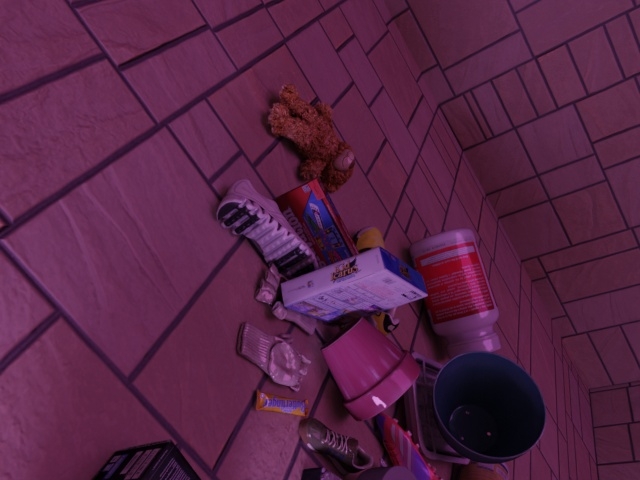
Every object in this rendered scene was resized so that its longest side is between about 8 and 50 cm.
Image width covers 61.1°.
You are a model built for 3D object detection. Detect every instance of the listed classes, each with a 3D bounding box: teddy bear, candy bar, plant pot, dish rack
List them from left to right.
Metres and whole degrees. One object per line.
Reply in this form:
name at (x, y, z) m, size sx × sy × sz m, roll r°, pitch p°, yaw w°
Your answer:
candy bar at (-0.079, 0.338, 1.118) m, size 0.161 × 0.018 × 0.040 m, roll 28°, pitch 50°, yaw -45°
teddy bear at (-0.012, -0.283, 1.502) m, size 0.338 × 0.113 × 0.245 m, roll 55°, pitch 36°, yaw -20°
plant pot at (0.104, 0.289, 1.276) m, size 0.180 × 0.201 × 0.201 m, roll 52°, pitch 32°, yaw 4°
dish rack at (0.327, 0.497, 1.581) m, size 0.332 × 0.072 × 0.286 m, roll 31°, pitch 47°, yaw -44°
plant pot at (0.436, 0.478, 1.477) m, size 0.196 × 0.289 × 0.291 m, roll 90°, pitch 7°, yaw -50°

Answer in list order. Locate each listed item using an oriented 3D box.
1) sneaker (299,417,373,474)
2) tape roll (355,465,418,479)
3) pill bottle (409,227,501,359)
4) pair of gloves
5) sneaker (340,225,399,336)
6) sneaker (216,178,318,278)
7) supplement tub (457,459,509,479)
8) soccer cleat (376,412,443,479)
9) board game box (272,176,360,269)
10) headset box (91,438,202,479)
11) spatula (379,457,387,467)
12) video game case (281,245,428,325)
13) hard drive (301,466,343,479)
sneaker at (0.043, 0.440, 1.173) m, size 0.192 × 0.086 × 0.064 m, roll 50°, pitch 36°, yaw -26°
tape roll at (0.147, 0.590, 1.131) m, size 0.219 × 0.072 × 0.220 m, roll 32°, pitch 48°, yaw -43°
pill bottle at (0.459, 0.181, 1.818) m, size 0.229 × 0.228 × 0.408 m, roll 2°, pitch 70°, yaw -56°
pair of gloves at (-0.079, 0.192, 1.182) m, size 0.204 × 0.042 × 0.240 m, roll 47°, pitch 38°, yaw -31°
sneaker at (0.159, 0.115, 1.486) m, size 0.145 × 0.147 × 0.385 m, roll 39°, pitch 41°, yaw -35°
sneaker at (-0.104, -0.024, 1.224) m, size 0.292 × 0.110 × 0.118 m, roll 46°, pitch 29°, yaw -32°
supplement tub at (0.469, 0.736, 1.581) m, size 0.144 × 0.144 × 0.200 m, roll 60°, pitch 33°, yaw -13°
soccer cleat at (0.210, 0.550, 1.369) m, size 0.095 × 0.083 × 0.248 m, roll -38°, pitch 93°, yaw -16°
board game box at (0.000, 0.000, 1.316) m, size 0.282 × 0.145 × 0.027 m, roll 61°, pitch 28°, yaw -10°
headset box at (-0.226, 0.464, 0.715) m, size 0.283 × 0.131 × 0.246 m, roll 58°, pitch 33°, yaw -16°
spatula at (0.200, 0.648, 1.293) m, size 0.242 × 0.019 × 0.168 m, roll 59°, pitch 18°, yaw -25°
video game case at (0.084, 0.112, 1.233) m, size 0.269 × 0.244 × 0.061 m, roll 31°, pitch 41°, yaw -56°
hard drive at (0.027, 0.653, 1.048) m, size 0.237 × 0.064 × 0.339 m, roll 46°, pitch 39°, yaw -30°
